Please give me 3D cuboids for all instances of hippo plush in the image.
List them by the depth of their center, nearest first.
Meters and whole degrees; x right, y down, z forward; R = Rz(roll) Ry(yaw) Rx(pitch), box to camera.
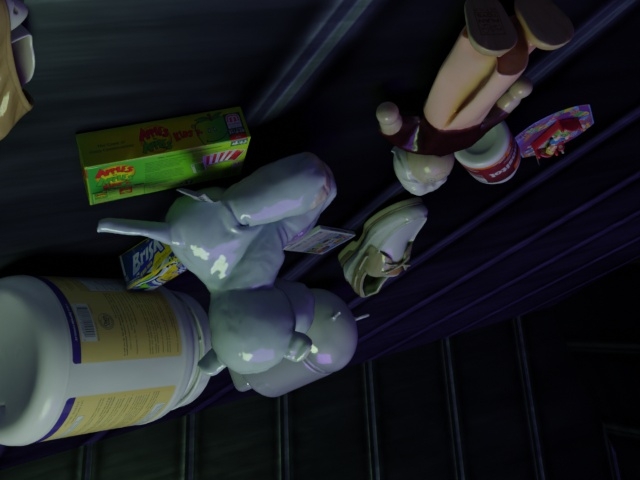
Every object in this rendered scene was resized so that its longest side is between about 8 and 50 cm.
[{"bbox_3d":[-0.068,0.036,0.897,0.234,0.237,0.294,-19,-178,15],"label":"hippo plush"}]

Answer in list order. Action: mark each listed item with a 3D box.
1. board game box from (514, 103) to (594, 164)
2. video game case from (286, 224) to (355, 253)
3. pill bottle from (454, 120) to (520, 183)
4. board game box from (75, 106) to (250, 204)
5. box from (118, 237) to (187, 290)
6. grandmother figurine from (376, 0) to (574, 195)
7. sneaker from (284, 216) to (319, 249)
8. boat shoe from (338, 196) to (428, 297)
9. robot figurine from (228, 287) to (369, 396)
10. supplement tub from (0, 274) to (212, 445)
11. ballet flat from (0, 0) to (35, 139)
[{"bbox_3d":[0.402,-0.171,1.225,0.133,0.033,0.168,-25,162,19],"label":"board game box"},{"bbox_3d":[0.000,0.000,1.347,0.087,0.011,0.122,-30,160,28],"label":"video game case"},{"bbox_3d":[0.254,-0.134,1.091,0.086,0.086,0.152,-26,162,19],"label":"pill bottle"},{"bbox_3d":[-0.177,-0.096,0.819,0.181,0.043,0.092,-14,161,-19],"label":"board game box"},{"bbox_3d":[-0.223,0.017,1.081,0.169,0.059,0.054,-29,159,27],"label":"box"},{"bbox_3d":[0.166,-0.159,0.907,0.207,0.104,0.342,-1,157,-11],"label":"grandmother figurine"},{"bbox_3d":[-0.104,-0.007,1.109,0.237,0.085,0.086,-21,-178,24],"label":"sneaker"},{"bbox_3d":[0.130,0.018,1.385,0.113,0.103,0.302,-12,161,-22],"label":"boat shoe"},{"bbox_3d":[-0.059,0.236,1.676,0.353,0.200,0.300,-29,170,28],"label":"robot figurine"},{"bbox_3d":[-0.351,0.177,1.126,0.241,0.241,0.331,-29,160,29],"label":"supplement tub"},{"bbox_3d":[-0.255,-0.157,0.541,0.073,0.080,0.232,-42,177,-28],"label":"ballet flat"}]
